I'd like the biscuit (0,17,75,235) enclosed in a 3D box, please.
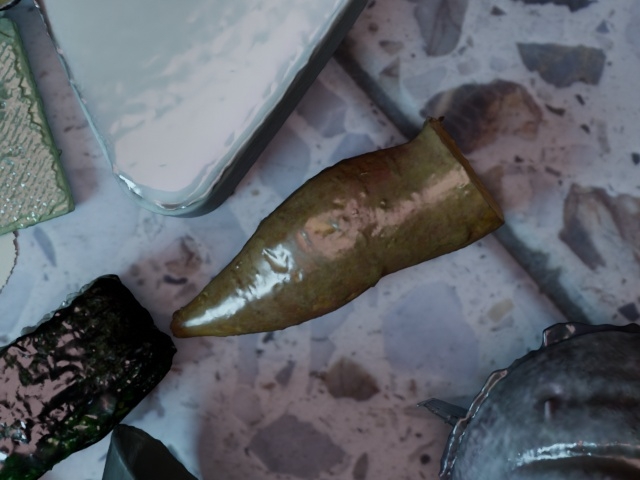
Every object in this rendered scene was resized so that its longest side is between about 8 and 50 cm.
[{"bbox_3d":[-0.324,-0.104,1.002,0.121,0.040,0.199,-18,94,-3],"label":"biscuit"}]

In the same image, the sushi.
[{"bbox_3d":[-0.246,0.138,0.961,0.225,0.124,0.127,-37,92,-18],"label":"sushi"}]

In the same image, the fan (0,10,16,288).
[{"bbox_3d":[-0.384,-0.082,1.028,0.233,0.012,0.414,25,93,-4],"label":"fan"}]

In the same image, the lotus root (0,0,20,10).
[{"bbox_3d":[-0.397,-0.266,0.926,0.329,0.078,0.167,-8,86,31],"label":"lotus root"}]

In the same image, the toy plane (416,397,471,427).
[{"bbox_3d":[0.181,0.224,1.009,0.226,0.058,0.226,-31,106,1],"label":"toy plane"}]

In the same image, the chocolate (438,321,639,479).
[{"bbox_3d":[0.273,0.245,0.894,0.303,0.213,0.303,-4,106,-13],"label":"chocolate"}]

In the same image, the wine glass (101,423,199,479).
[{"bbox_3d":[-0.228,0.393,0.886,0.406,0.267,0.267,-44,90,-7],"label":"wine glass"}]

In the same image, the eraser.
[{"bbox_3d":[-0.124,-0.172,0.961,0.331,0.150,0.331,0,88,0],"label":"eraser"}]

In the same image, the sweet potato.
[{"bbox_3d":[0.001,0.002,0.976,0.337,0.131,0.131,-26,91,-1],"label":"sweet potato"}]
